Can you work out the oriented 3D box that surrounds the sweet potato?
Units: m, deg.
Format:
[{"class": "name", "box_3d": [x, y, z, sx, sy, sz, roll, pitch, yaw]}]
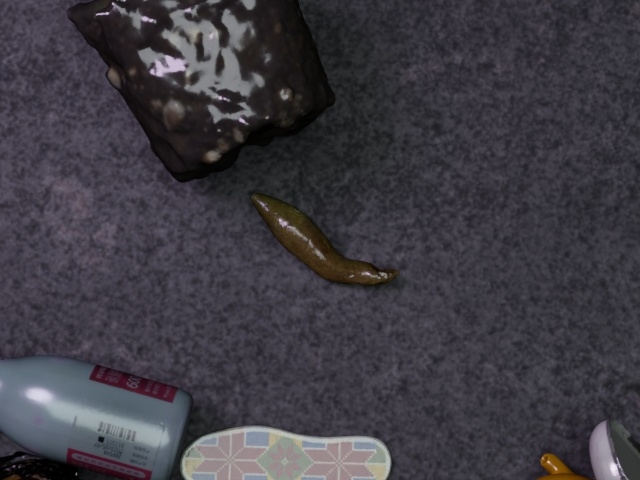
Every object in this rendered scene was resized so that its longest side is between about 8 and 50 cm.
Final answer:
[{"class": "sweet potato", "box_3d": [-0.003, 0.006, 1.314, 0.153, 0.038, 0.041, 32, 105, -1]}]

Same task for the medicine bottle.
[{"class": "medicine bottle", "box_3d": [-0.225, 0.147, 1.254, 0.216, 0.090, 0.090, 16, 82, -1]}]

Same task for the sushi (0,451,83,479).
[{"class": "sushi", "box_3d": [-0.251, 0.258, 1.181, 0.172, 0.150, 0.153, 13, 81, 19]}]

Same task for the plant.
[{"class": "plant", "box_3d": [-0.111, -0.201, 1.256, 0.199, 0.188, 0.276, -25, 85, -7]}]

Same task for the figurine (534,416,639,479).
[{"class": "figurine", "box_3d": [0.248, 0.287, 1.258, 0.141, 0.166, 0.250, -27, 98, 16]}]

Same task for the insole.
[{"class": "insole", "box_3d": [-0.031, 0.201, 1.302, 0.193, 0.006, 0.065, 2, 83, -3]}]
